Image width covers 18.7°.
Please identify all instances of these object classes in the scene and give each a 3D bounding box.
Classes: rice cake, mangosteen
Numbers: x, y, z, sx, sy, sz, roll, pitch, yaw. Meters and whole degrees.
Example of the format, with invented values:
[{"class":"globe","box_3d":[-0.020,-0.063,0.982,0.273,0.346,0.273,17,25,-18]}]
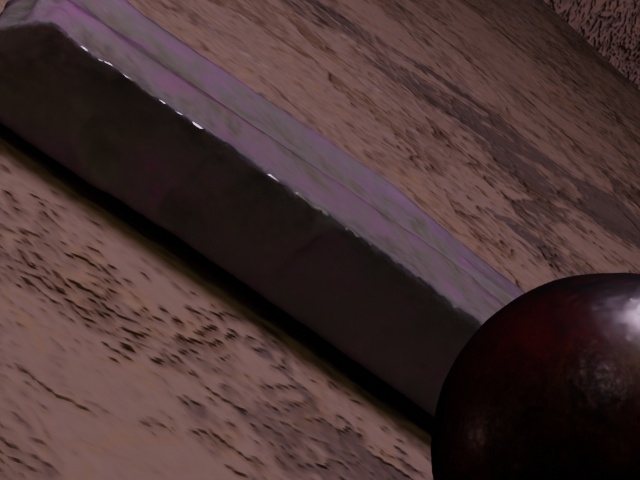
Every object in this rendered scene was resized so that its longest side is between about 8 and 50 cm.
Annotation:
[{"class":"rice cake","box_3d":[0.001,0.000,0.744,0.298,0.050,0.106,35,16,-11]},{"class":"mangosteen","box_3d":[0.097,0.082,0.614,0.140,0.140,0.140,36,15,-11]}]
